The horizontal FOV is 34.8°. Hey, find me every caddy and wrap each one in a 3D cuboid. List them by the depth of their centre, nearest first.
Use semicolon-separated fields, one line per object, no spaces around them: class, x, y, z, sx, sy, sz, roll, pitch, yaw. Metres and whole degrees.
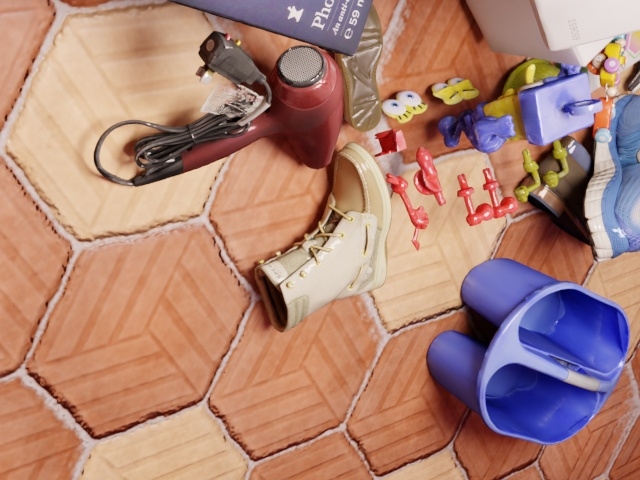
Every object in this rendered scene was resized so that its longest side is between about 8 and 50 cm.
caddy;0.325;0.171;1.508;0.341;0.179;0.241;21;98;-44

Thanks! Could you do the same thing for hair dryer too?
hair dryer;-0.078;-0.131;1.085;0.223;0.080;0.293;-34;152;33

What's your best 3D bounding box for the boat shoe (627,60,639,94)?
boat shoe;0.490;-0.275;1.516;0.125;0.038;0.046;-53;176;2

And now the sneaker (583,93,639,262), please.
sneaker;0.466;-0.094;1.449;0.330;0.147;0.130;-69;146;-43

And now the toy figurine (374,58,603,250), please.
toy figurine;0.269;-0.131;1.241;0.362;0.217;0.191;-20;97;-38

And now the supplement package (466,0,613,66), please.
supplement package;0.316;-0.371;1.203;0.293;0.175;0.177;-42;121;-13

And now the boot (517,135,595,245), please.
boot;0.387;-0.065;1.507;0.219;0.082;0.106;33;92;-42

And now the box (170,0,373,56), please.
box;-0.077;-0.350;0.908;0.294;0.183;0.296;8;106;-40

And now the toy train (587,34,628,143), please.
toy train;0.368;-0.213;1.328;0.125;0.046;0.166;77;28;-50

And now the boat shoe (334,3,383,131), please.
boat shoe;0.041;-0.204;1.180;0.056;0.048;0.153;-16;115;-19

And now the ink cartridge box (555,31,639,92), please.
ink cartridge box;0.417;-0.304;1.422;0.209;0.062;0.109;-33;128;-23

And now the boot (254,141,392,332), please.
boot;0.000;0.000;1.220;0.165;0.077;0.213;-25;131;-27

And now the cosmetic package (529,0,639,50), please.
cosmetic package;0.304;-0.442;0.892;0.327;0.329;0.394;44;38;-59
